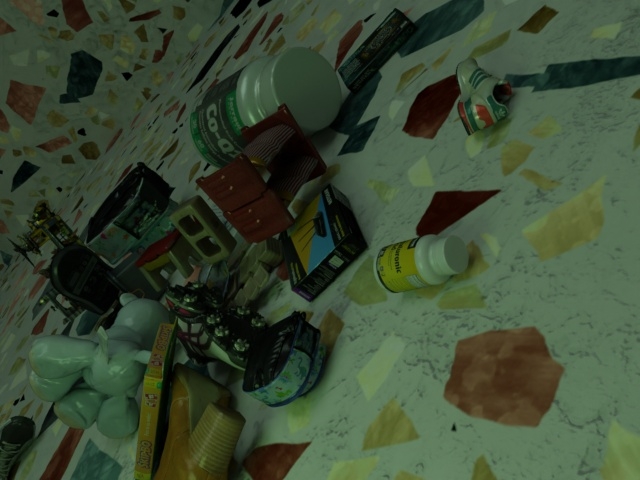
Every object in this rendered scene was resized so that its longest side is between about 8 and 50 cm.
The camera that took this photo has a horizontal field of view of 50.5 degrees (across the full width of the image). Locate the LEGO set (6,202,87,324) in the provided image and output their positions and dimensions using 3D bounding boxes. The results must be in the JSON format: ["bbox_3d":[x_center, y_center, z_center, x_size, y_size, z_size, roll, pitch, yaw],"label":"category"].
[{"bbox_3d":[-0.724,0.081,1.857,0.192,0.331,0.255,-44,28,-20],"label":"LEGO set"}]

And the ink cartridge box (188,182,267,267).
[{"bbox_3d":[-0.194,-0.046,1.482,0.223,0.045,0.224,-2,55,57],"label":"ink cartridge box"}]

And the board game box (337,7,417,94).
[{"bbox_3d":[0.117,-0.405,1.444,0.186,0.026,0.126,-44,27,17],"label":"board game box"}]

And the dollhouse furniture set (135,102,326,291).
[{"bbox_3d":[-0.192,-0.074,1.271,0.374,0.152,0.201,-24,24,33],"label":"dollhouse furniture set"}]

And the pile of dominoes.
[{"bbox_3d":[-0.157,0.102,1.281,0.251,0.040,0.196,-51,27,23],"label":"pile of dominoes"}]

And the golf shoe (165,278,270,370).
[{"bbox_3d":[-0.169,0.164,1.146,0.273,0.105,0.120,29,119,48],"label":"golf shoe"}]

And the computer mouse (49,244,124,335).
[{"bbox_3d":[-0.546,0.109,1.599,0.072,0.272,0.189,8,60,34],"label":"computer mouse"}]

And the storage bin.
[{"bbox_3d":[-0.422,0.096,1.586,0.091,0.135,0.098,-48,30,-12],"label":"storage bin"}]

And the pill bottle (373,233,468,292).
[{"bbox_3d":[0.128,0.028,0.861,0.116,0.065,0.065,-17,43,48],"label":"pill bottle"}]

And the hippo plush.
[{"bbox_3d":[-0.401,0.198,1.303,0.294,0.234,0.237,-61,7,34],"label":"hippo plush"}]

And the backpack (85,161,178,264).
[{"bbox_3d":[-0.508,-0.056,1.830,0.253,0.191,0.225,-42,25,5],"label":"backpack"}]

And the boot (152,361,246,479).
[{"bbox_3d":[-0.214,0.315,1.020,0.211,0.104,0.295,-62,22,-4],"label":"boot"}]

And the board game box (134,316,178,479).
[{"bbox_3d":[-0.264,0.254,1.093,0.124,0.039,0.260,-90,15,-57],"label":"board game box"}]

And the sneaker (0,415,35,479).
[{"bbox_3d":[-0.767,0.544,1.655,0.229,0.086,0.132,-53,30,21],"label":"sneaker"}]

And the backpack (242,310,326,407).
[{"bbox_3d":[-0.048,0.174,0.941,0.105,0.084,0.114,-28,30,40],"label":"backpack"}]

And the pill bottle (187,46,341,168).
[{"bbox_3d":[-0.128,-0.283,1.488,0.361,0.204,0.204,-11,48,54],"label":"pill bottle"}]

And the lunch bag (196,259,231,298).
[{"bbox_3d":[-0.203,0.076,1.287,0.071,0.053,0.083,-14,62,61],"label":"lunch bag"}]

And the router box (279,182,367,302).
[{"bbox_3d":[0.000,0.000,1.117,0.133,0.046,0.179,-45,27,16],"label":"router box"}]

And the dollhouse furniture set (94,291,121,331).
[{"bbox_3d":[-0.559,0.149,1.737,0.144,0.123,0.151,-1,56,58],"label":"dollhouse furniture set"}]

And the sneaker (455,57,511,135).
[{"bbox_3d":[0.245,-0.221,1.003,0.075,0.057,0.161,-16,40,26],"label":"sneaker"}]
